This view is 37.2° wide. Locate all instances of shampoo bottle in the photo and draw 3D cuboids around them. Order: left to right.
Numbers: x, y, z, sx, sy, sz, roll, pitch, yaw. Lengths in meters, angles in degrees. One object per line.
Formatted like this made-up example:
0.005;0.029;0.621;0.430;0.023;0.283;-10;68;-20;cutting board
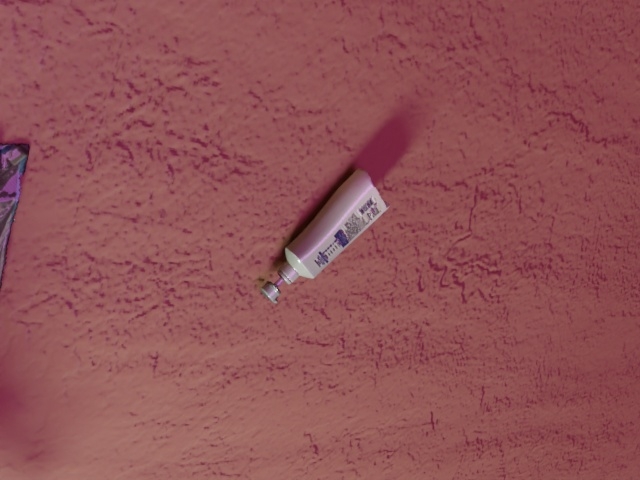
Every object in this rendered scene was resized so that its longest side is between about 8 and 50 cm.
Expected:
0.000;0.000;0.846;0.141;0.034;0.049;-45;143;-6;shampoo bottle

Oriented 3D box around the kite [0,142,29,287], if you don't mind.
-0.333;0.058;0.625;0.368;0.014;0.406;-42;136;-10;kite
